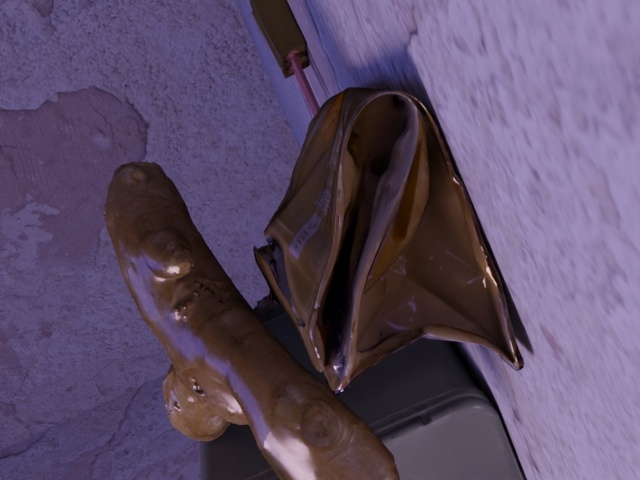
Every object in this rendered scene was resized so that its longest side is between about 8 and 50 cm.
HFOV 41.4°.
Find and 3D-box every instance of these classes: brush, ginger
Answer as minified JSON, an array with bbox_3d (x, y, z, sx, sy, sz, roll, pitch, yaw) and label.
[{"bbox_3d":[-0.029,-0.238,1.194,0.233,0.047,0.103,64,179,8],"label":"brush"},{"bbox_3d":[-0.091,0.104,0.811,0.363,0.122,0.348,22,139,56],"label":"ginger"}]

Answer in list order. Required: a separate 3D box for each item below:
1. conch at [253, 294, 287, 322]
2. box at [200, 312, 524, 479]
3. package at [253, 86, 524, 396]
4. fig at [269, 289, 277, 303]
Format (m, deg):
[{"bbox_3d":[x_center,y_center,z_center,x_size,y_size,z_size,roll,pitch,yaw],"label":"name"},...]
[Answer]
[{"bbox_3d":[0.017,0.080,1.355,0.186,0.313,0.241,33,148,10],"label":"conch"},{"bbox_3d":[0.023,0.226,1.070,0.344,0.352,0.177,-110,-4,-61],"label":"box"},{"bbox_3d":[0.019,-0.001,0.701,0.311,0.165,0.221,-120,5,-78],"label":"package"},{"bbox_3d":[0.000,0.000,1.176,0.134,0.201,0.146,56,-177,15],"label":"fig"}]
